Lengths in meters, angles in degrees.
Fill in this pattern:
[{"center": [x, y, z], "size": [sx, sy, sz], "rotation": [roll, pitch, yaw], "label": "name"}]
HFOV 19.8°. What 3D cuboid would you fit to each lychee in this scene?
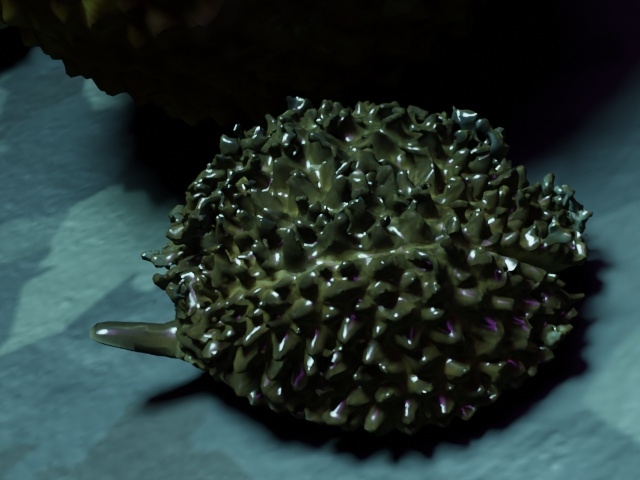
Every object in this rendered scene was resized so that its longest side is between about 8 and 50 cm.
[{"center": [-0.029, -0.171, 0.762], "size": [0.267, 0.267, 0.267], "rotation": [-15, 37, 12], "label": "lychee"}]

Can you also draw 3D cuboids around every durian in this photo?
[{"center": [0.000, 0.000, 0.656], "size": [0.188, 0.091, 0.148], "rotation": [-18, 36, 12], "label": "durian"}]

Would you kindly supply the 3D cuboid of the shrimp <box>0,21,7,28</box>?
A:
[{"center": [-0.140, -0.188, 0.927], "size": [0.152, 0.063, 0.287], "rotation": [5, 74, 18], "label": "shrimp"}]
